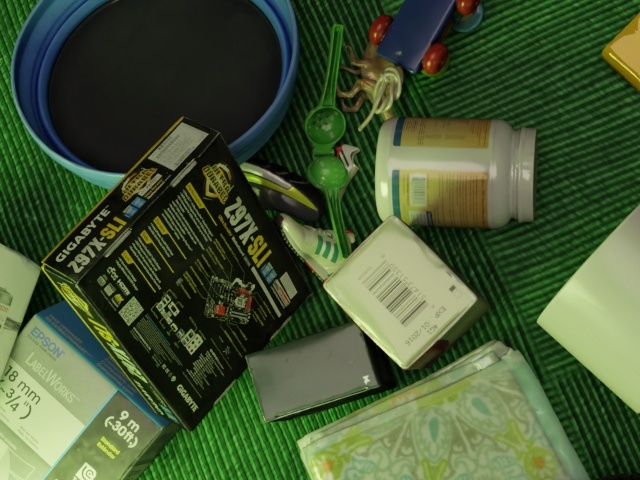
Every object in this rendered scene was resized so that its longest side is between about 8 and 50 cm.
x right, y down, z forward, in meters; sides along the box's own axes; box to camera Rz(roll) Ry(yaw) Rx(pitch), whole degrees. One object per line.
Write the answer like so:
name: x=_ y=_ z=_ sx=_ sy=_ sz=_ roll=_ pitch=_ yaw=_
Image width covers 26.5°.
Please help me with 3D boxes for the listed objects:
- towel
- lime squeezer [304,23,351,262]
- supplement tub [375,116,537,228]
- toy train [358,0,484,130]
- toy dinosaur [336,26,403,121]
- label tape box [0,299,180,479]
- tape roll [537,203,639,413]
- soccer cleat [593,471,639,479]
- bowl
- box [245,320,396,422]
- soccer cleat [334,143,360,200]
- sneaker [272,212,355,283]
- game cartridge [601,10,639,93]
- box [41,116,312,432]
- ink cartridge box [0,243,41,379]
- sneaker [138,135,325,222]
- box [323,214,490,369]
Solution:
towel: x=0.185 y=0.347 z=1.702 sx=0.321 sy=0.090 sz=0.374 roll=-24 pitch=76 yaw=-11
lime squeezer: x=0.020 y=-0.120 z=1.794 sx=0.059 sy=0.110 sz=0.310 roll=2 pitch=83 yaw=-31
supplement tub: x=0.178 y=-0.087 z=1.759 sx=0.200 sy=0.144 sz=0.144 roll=3 pitch=85 yaw=11
toy train: x=0.129 y=-0.244 z=1.793 sx=0.105 sy=0.143 sz=0.248 roll=31 pitch=96 yaw=20
toy dinosaur: x=0.069 y=-0.207 z=1.839 sx=0.093 sy=0.053 sz=0.183 roll=-13 pitch=82 yaw=8
label tape box: x=-0.322 y=0.217 z=1.842 sx=0.241 sy=0.106 sz=0.333 roll=40 pitch=93 yaw=11
tape roll: x=0.406 y=0.066 z=1.650 sx=0.169 sy=0.246 sz=0.246 roll=43 pitch=93 yaw=11
soccer cleat: x=0.330 y=0.352 z=1.625 sx=0.318 sy=0.108 sz=0.116 roll=-5 pitch=96 yaw=-9
bowl: x=-0.217 y=-0.236 z=1.824 sx=0.391 sy=0.077 sz=0.391 roll=-4 pitch=62 yaw=7
box: x=0.003 y=0.171 z=1.759 sx=0.156 sy=0.158 sz=0.093 roll=-18 pitch=81 yaw=8
soccer cleat: x=0.034 y=-0.090 z=1.846 sx=0.036 sy=0.029 sz=0.083 roll=5 pitch=80 yaw=17
sneaker: x=0.000 y=0.000 z=1.794 sx=0.075 sy=0.161 sz=0.057 roll=-46 pitch=38 yaw=-4
game cartridge: x=0.577 y=-0.234 z=1.747 sx=0.285 sy=0.053 sz=0.324 roll=-46 pitch=77 yaw=3
box: x=-0.167 y=0.050 z=1.690 sx=0.079 sy=0.322 sz=0.257 roll=22 pitch=63 yaw=39
ink cartridge box: x=-0.485 y=0.118 z=1.828 sx=0.159 sy=0.092 sz=0.217 roll=-7 pitch=56 yaw=42
sneaker: x=-0.138 y=-0.060 z=1.848 sx=0.300 sy=0.111 sz=0.121 roll=14 pitch=97 yaw=17
box: x=0.113 y=0.071 z=1.710 sx=0.127 sy=0.232 sz=0.148 roll=-45 pitch=78 yaw=4
